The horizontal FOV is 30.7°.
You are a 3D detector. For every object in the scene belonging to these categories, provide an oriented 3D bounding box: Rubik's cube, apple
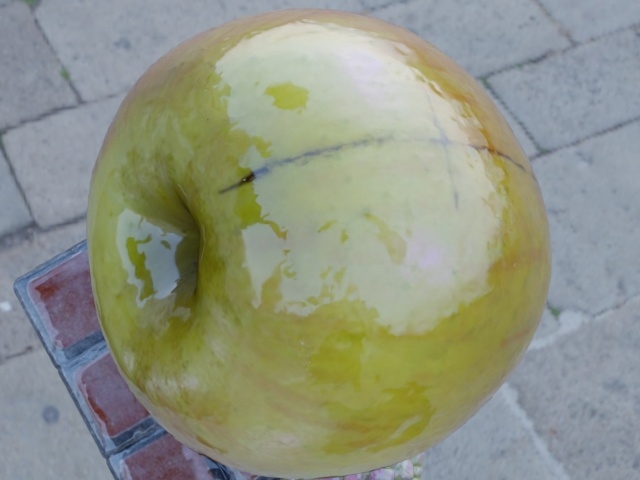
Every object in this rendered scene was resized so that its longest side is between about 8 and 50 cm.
[{"bbox_3d":[-0.096,0.110,1.240,0.305,0.301,0.304,-28,84,-2],"label":"Rubik's cube"},{"bbox_3d":[0.000,0.000,0.689,0.233,0.286,0.286,0,49,-39],"label":"apple"}]

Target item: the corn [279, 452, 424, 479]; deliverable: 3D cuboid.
[{"bbox_3d":[0.047,0.111,1.018,0.126,0.126,0.335,12,93,3],"label":"corn"}]
